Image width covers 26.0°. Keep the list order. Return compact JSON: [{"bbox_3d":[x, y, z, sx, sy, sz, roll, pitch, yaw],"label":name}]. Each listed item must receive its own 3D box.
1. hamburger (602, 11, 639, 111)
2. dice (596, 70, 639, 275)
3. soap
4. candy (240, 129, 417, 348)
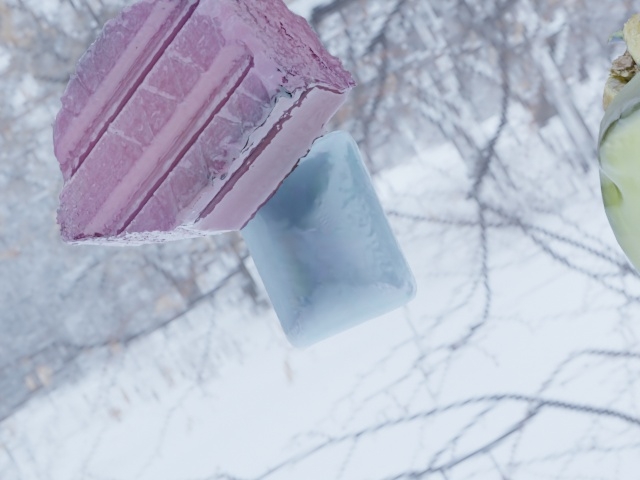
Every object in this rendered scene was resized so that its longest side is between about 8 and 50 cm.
[{"bbox_3d":[0.374,-0.158,1.366,0.182,0.118,0.191,8,30,5],"label":"hamburger"},{"bbox_3d":[0.324,-0.042,0.798,0.227,0.238,0.233,-35,6,-21],"label":"dice"},{"bbox_3d":[-0.122,-0.092,1.170,0.112,0.182,0.289,-3,-37,-50],"label":"soap"},{"bbox_3d":[0.000,0.000,1.294,0.138,0.174,0.071,-25,-5,16],"label":"candy"}]
